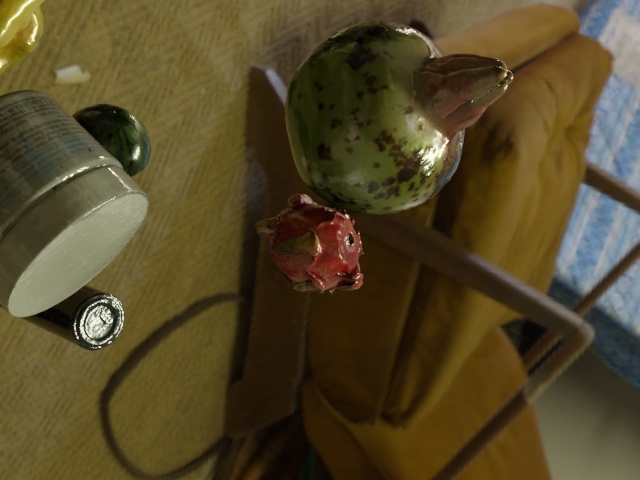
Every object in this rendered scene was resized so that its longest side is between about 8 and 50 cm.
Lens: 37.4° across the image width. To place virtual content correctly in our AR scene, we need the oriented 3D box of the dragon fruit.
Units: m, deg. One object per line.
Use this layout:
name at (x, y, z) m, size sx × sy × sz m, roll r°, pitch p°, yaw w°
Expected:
dragon fruit at (0.004, 0.001, 1.046) m, size 0.126 × 0.068 × 0.112 m, roll 53°, pitch 46°, yaw -12°

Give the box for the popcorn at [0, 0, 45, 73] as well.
popcorn at (-0.393, -0.264, 0.824) m, size 0.297 × 0.316 × 0.280 m, roll 47°, pitch 66°, yaw -76°

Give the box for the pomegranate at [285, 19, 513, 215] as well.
pomegranate at (0.087, -0.139, 0.982) m, size 0.214 × 0.248 × 0.214 m, roll 24°, pitch 57°, yaw -44°

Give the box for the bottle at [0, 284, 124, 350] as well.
bottle at (-0.346, 0.075, 1.187) m, size 0.082 × 0.244 × 0.072 m, roll -49°, pitch 132°, yaw -25°

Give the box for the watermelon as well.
watermelon at (-0.242, -0.118, 1.063) m, size 0.105 × 0.106 × 0.062 m, roll -42°, pitch 157°, yaw -42°

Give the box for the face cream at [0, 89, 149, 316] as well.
face cream at (-0.283, -0.038, 0.926) m, size 0.177 × 0.153 × 0.177 m, roll -43°, pitch 170°, yaw -9°
